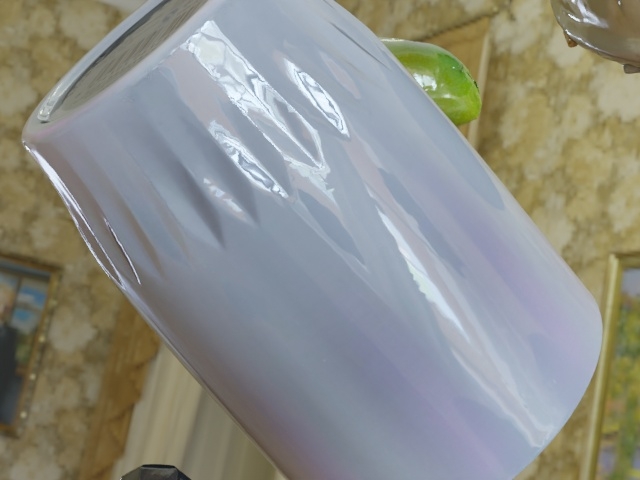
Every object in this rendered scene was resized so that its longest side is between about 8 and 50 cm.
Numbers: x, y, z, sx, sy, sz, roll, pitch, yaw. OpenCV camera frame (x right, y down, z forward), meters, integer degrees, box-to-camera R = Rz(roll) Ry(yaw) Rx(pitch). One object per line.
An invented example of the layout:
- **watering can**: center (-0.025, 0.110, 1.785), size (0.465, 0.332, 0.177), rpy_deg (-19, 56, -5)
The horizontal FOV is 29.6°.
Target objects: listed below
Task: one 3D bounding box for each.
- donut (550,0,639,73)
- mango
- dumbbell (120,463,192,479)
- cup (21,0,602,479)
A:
- **donut**: center (0.371, -0.306, 1.078), size (0.383, 0.382, 0.142), rpy_deg (0, -41, 40)
- **mango**: center (0.035, -0.128, 1.139), size (0.233, 0.125, 0.111), rpy_deg (1, -4, 4)
- **dumbbell**: center (-0.089, 0.161, 0.645), size (0.036, 0.083, 0.040), rpy_deg (23, -39, -32)
- **cup**: center (0.000, 0.000, 0.821), size (0.371, 0.253, 0.253), rpy_deg (51, -30, -21)
